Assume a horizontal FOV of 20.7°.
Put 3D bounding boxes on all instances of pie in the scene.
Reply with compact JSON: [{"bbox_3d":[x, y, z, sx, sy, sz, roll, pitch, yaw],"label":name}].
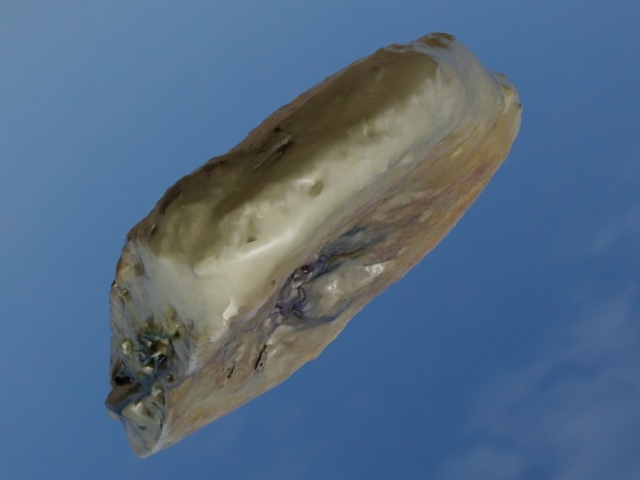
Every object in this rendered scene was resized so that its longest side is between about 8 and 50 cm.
[{"bbox_3d":[-0.002,-0.003,0.653,0.185,0.052,0.218,-37,165,-23],"label":"pie"}]
